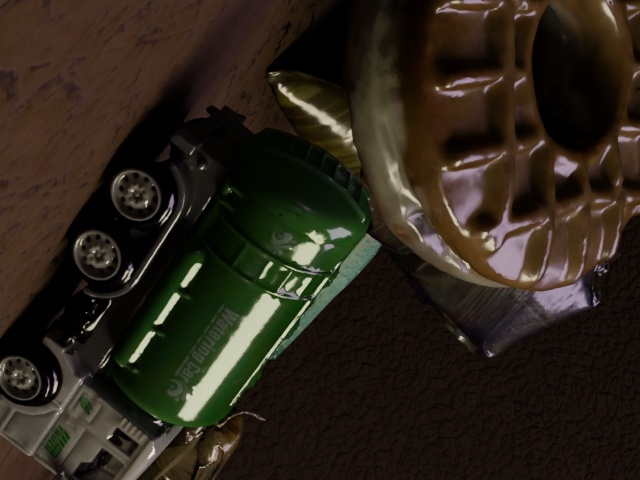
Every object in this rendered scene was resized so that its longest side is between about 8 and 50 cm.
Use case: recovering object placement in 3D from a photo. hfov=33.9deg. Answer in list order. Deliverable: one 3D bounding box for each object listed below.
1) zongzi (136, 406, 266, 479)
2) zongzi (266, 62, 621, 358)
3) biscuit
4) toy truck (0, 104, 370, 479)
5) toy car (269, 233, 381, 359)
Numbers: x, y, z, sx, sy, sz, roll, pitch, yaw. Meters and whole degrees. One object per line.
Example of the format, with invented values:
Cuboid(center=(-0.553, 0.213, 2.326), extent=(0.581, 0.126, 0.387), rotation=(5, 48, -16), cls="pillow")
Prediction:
Cuboid(center=(-0.144, 0.294, 1.200), extent=(0.248, 0.241, 0.111), rotation=(-24, -165, 31), cls="zongzi")
Cuboid(center=(0.079, -0.153, 0.967), extent=(0.208, 0.432, 0.403), rotation=(-30, -134, 25), cls="zongzi")
Cuboid(center=(0.147, -0.124, 0.753), extent=(0.103, 0.332, 0.332), rotation=(8, -129, 45), cls="biscuit")
Cuboid(center=(-0.080, 0.035, 0.582), extent=(0.242, 0.125, 0.101), rotation=(-52, 180, 24), cls="toy truck")
Cuboid(center=(0.000, 0.000, 1.367), extent=(0.320, 0.141, 0.097), rotation=(-47, 142, 7), cls="toy car")
